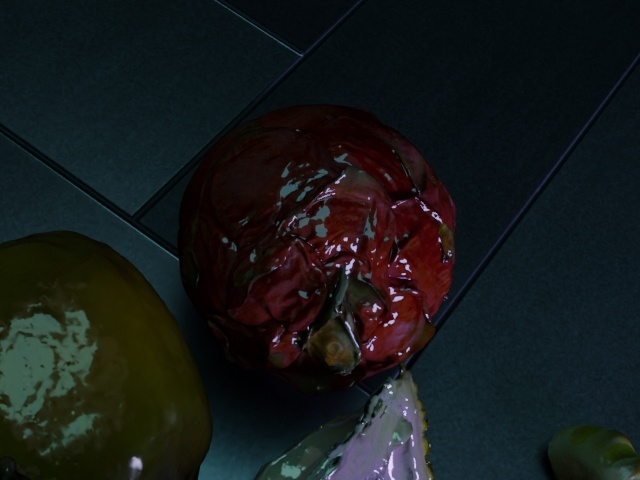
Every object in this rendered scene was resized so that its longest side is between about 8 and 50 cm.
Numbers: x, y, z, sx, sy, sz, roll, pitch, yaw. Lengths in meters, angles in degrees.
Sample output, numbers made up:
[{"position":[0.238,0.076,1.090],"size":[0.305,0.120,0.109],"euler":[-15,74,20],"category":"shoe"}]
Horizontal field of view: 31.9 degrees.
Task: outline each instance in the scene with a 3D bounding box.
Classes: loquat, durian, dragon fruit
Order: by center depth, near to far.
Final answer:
[{"position":[-0.223,0.138,0.955],"size":[0.284,0.276,0.276],"euler":[41,59,16],"category":"loquat"},{"position":[0.009,0.284,0.989],"size":[0.195,0.185,0.305],"euler":[51,51,-10],"category":"durian"},{"position":[0.000,0.000,1.085],"size":[0.278,0.277,0.342],"euler":[12,25,-4],"category":"dragon fruit"}]

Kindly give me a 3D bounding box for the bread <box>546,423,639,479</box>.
[{"position":[0.291,0.244,1.105],"size":[0.083,0.094,0.157],"euler":[-20,55,-18],"category":"bread"}]

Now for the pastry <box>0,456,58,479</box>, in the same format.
[{"position":[-0.221,0.364,0.729],"size":[0.293,0.405,0.337],"euler":[-10,28,14],"category":"pastry"}]
